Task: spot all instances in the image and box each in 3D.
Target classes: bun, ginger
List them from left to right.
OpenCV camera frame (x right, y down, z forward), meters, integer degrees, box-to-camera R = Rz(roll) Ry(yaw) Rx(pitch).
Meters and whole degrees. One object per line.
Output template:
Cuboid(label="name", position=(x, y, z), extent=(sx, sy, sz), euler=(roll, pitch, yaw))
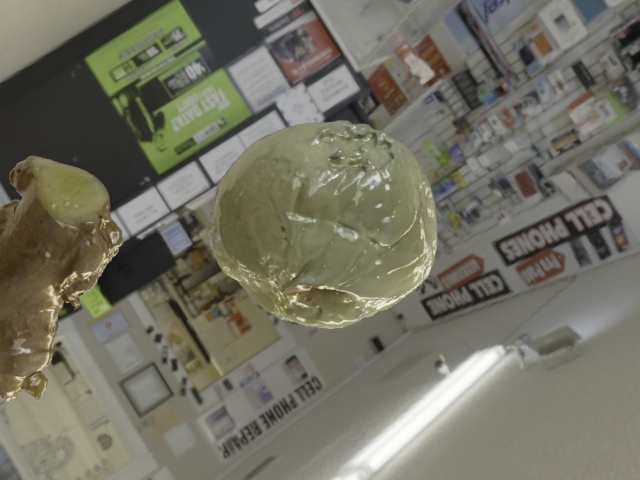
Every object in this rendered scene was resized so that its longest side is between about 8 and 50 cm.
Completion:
Cuboid(label="ginger", position=(-0.268, 0.033, 0.632), extent=(0.213, 0.137, 0.074), euler=(-62, 160, 12))
Cuboid(label="bun", position=(0.000, 0.000, 0.636), extent=(0.220, 0.220, 0.134), euler=(-34, -142, 29))
